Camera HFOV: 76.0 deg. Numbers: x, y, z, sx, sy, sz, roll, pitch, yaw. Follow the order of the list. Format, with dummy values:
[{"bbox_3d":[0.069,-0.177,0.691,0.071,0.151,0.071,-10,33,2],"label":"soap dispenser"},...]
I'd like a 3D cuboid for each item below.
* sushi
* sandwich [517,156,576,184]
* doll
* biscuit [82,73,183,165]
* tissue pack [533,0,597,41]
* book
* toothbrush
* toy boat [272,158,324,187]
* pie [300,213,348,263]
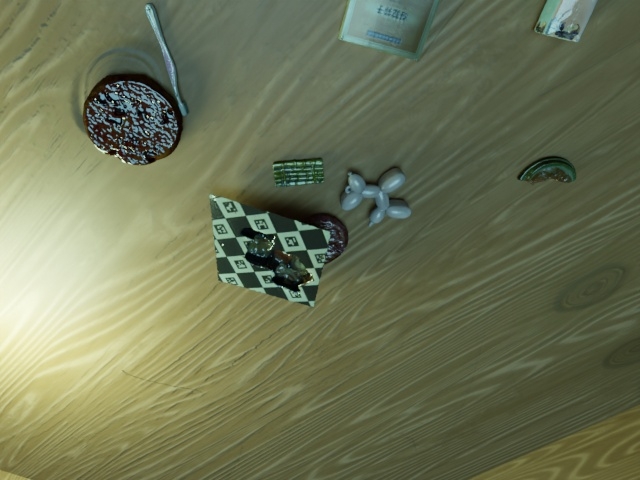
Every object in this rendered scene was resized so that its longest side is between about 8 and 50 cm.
[{"bbox_3d":[-0.128,0.023,1.031,0.291,0.059,0.294,16,133,5],"label":"sushi"},{"bbox_3d":[0.545,-0.165,0.980,0.135,0.029,0.067,-8,125,1],"label":"sandwich"},{"bbox_3d":[0.125,-0.105,0.969,0.159,0.059,0.161,-17,126,6],"label":"doll"},{"bbox_3d":[-0.380,-0.243,0.835,0.191,0.049,0.192,-6,124,-9],"label":"biscuit"},{"bbox_3d":[0.461,-0.431,0.765,0.074,0.059,0.095,8,124,-8],"label":"tissue pack"},{"bbox_3d":[0.145,-0.468,0.736,0.170,0.018,0.242,9,124,-12],"label":"book"},{"bbox_3d":[-0.292,-0.340,0.788,0.017,0.022,0.204,-2,126,12],"label":"toothbrush"},{"bbox_3d":[-0.050,-0.155,0.943,0.114,0.016,0.063,-5,125,-1],"label":"toy boat"},{"bbox_3d":[0.000,0.000,1.047,0.154,0.036,0.155,-2,127,-3],"label":"pie"}]
